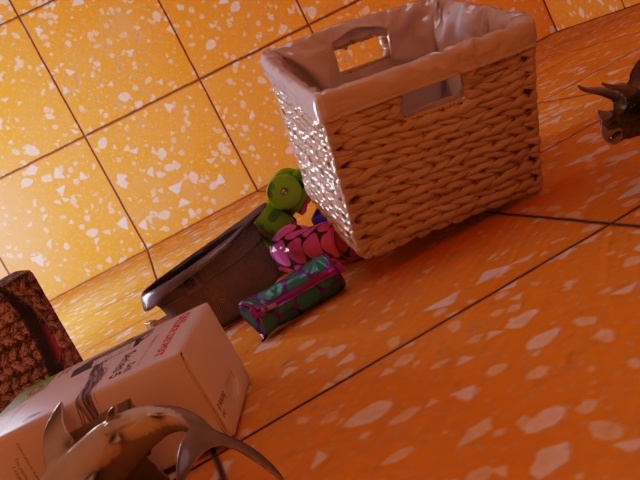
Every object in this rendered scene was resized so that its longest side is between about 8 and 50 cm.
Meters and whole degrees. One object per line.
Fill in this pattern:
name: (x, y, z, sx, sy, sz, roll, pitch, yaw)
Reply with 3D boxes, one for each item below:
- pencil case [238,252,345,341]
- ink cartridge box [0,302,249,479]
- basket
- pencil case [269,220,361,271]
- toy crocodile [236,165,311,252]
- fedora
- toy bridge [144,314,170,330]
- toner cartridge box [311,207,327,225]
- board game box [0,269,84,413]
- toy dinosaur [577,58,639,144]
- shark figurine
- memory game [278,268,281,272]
pencil case: (-0.039, 0.079, 1.175, 0.151, 0.064, 0.070, -31, -5, -21)
ink cartridge box: (-0.233, 0.196, 0.933, 0.272, 0.115, 0.198, -26, 10, 5)
basket: (0.124, -0.186, 1.237, 0.328, 0.267, 0.331, -21, 26, -9)
pencil case: (0.000, 0.000, 1.405, 0.209, 0.095, 0.098, -10, 54, 53)
toy crocodile: (-0.092, -0.033, 1.552, 0.340, 0.105, 0.115, -51, 6, 9)
fedora: (-0.167, 0.066, 1.391, 0.275, 0.124, 0.244, -35, 8, 3)
toy bridge: (-0.258, 0.127, 1.608, 0.188, 0.026, 0.063, -34, 13, -34)
toner cartridge box: (0.159, -0.099, 1.532, 0.347, 0.075, 0.165, -25, 10, 13)
board game box: (-0.560, 0.217, 1.343, 0.291, 0.232, 0.141, -33, 12, -26)
toy dinosaur: (0.414, -0.166, 0.966, 0.121, 0.160, 0.313, -20, 13, 34)
shark figurine: (-0.167, 0.210, 0.772, 0.278, 0.116, 0.166, -32, 41, 21)
memory game: (-0.100, 0.041, 1.605, 0.186, 0.012, 0.186, -31, 16, 10)
